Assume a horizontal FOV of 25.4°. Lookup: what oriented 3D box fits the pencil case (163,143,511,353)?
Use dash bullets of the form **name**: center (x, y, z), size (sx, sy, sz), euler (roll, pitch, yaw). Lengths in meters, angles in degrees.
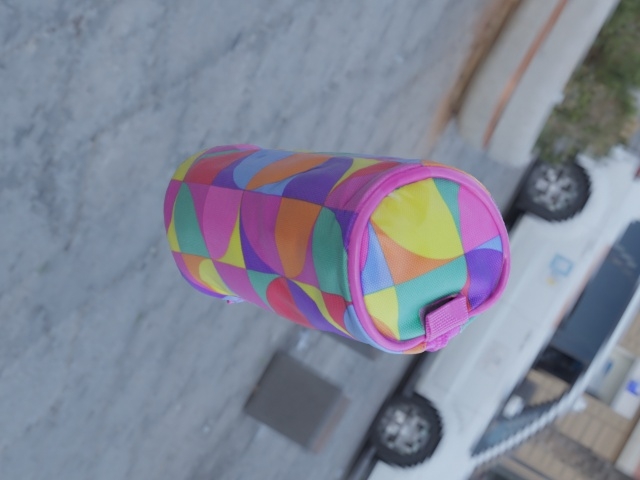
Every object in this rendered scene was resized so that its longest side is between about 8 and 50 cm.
- **pencil case**: center (0.000, 0.000, 0.765), size (0.104, 0.104, 0.236), euler (-59, -154, -10)
